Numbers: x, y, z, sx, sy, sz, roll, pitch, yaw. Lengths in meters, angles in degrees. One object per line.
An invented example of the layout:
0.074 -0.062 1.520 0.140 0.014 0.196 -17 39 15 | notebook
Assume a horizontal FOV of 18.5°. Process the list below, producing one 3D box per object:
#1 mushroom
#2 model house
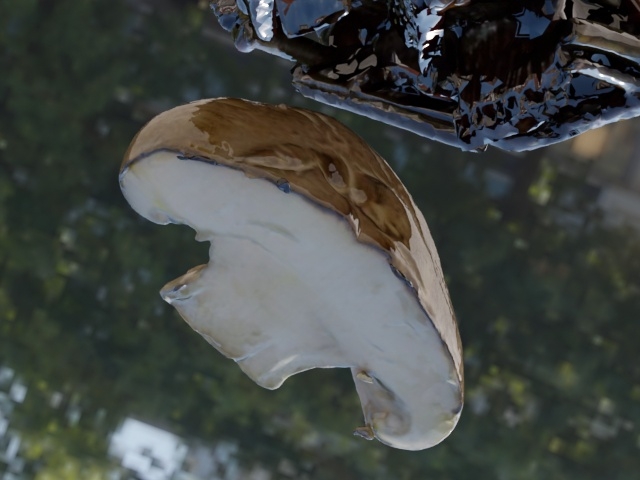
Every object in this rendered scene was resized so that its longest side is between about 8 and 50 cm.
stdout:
0.000 0.000 1.281 0.285 0.156 0.151 45 -143 -20 | mushroom
0.025 -0.194 1.332 0.282 0.297 0.317 24 -141 -52 | model house
